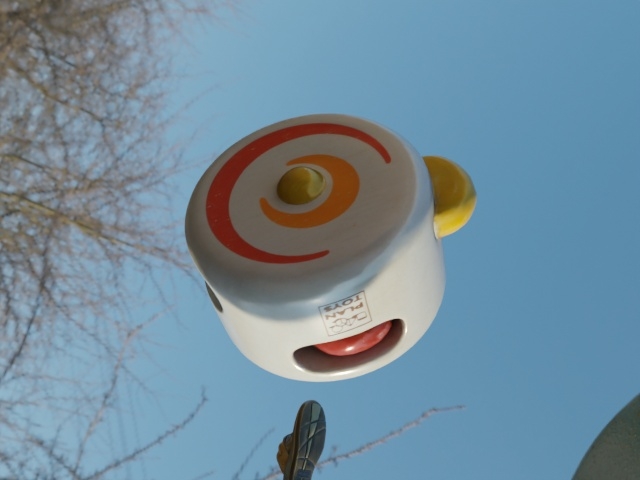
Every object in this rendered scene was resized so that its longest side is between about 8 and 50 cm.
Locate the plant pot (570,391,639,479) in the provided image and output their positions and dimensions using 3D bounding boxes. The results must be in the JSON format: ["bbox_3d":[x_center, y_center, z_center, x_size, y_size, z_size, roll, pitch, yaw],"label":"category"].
[{"bbox_3d":[0.332,0.227,0.618,0.247,0.248,0.252,-123,-136,-72],"label":"plant pot"}]

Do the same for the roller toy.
[{"bbox_3d":[0.000,0.000,0.671,0.209,0.146,0.191,18,-124,27],"label":"roller toy"}]

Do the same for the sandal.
[{"bbox_3d":[-0.037,0.310,1.197,0.049,0.072,0.180,1,-111,31],"label":"sandal"}]
